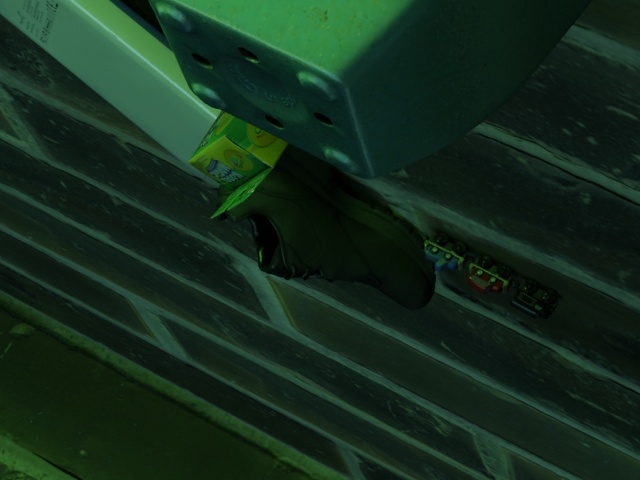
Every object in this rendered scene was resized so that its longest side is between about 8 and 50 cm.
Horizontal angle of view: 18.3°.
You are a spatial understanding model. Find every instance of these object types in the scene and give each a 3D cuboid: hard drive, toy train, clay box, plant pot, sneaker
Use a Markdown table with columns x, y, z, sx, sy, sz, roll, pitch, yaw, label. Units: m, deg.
| x | y | z | sx | sy | sz | roll | pitch | yaw | label |
| --- | --- | --- | --- | --- | --- | --- | --- | --- | --- |
| -0.217 | -0.197 | 2.040 | 0.318 | 0.040 | 0.210 | 39 | 164 | -4 | hard drive |
| 0.172 | 0.038 | 2.062 | 0.158 | 0.036 | 0.027 | 28 | 164 | 14 | toy train |
| -0.034 | -0.125 | 1.623 | 0.053 | 0.222 | 0.127 | 35 | 163 | -10 | clay box |
| 0.027 | -0.190 | 1.261 | 0.247 | 0.252 | 0.248 | 26 | 164 | 19 | plant pot |
| 0.000 | 0.000 | 2.108 | 0.286 | 0.130 | 0.109 | 38 | 161 | -23 | sneaker |
